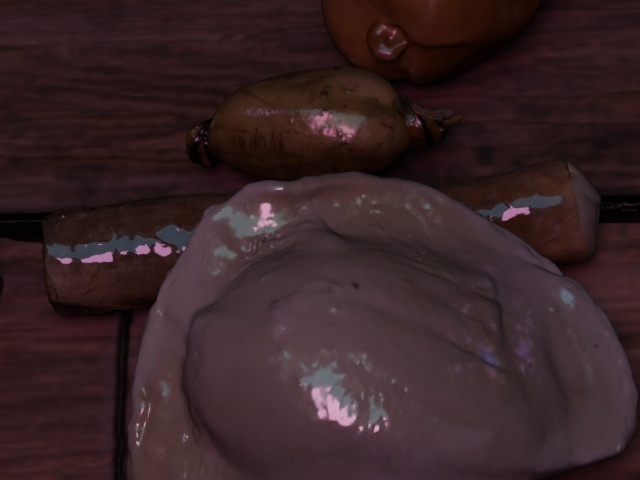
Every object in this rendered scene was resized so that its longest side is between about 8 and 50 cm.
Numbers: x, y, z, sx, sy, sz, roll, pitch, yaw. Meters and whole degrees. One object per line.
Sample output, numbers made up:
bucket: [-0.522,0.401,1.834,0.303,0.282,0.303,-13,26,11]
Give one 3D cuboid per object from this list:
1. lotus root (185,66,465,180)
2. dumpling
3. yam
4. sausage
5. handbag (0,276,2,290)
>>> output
lotus root: [0.002,-0.062,1.041,0.152,0.072,0.063,-2,83,6]
dumpling: [0.027,0.052,0.942,0.252,0.131,0.179,-6,69,-1]
yam: [0.000,0.000,1.017,0.299,0.066,0.066,-5,62,0]
sausage: [0.086,-0.189,1.074,0.120,0.136,0.241,25,71,9]
handbag: [-0.213,0.074,0.957,0.063,0.127,0.190,5,62,9]
